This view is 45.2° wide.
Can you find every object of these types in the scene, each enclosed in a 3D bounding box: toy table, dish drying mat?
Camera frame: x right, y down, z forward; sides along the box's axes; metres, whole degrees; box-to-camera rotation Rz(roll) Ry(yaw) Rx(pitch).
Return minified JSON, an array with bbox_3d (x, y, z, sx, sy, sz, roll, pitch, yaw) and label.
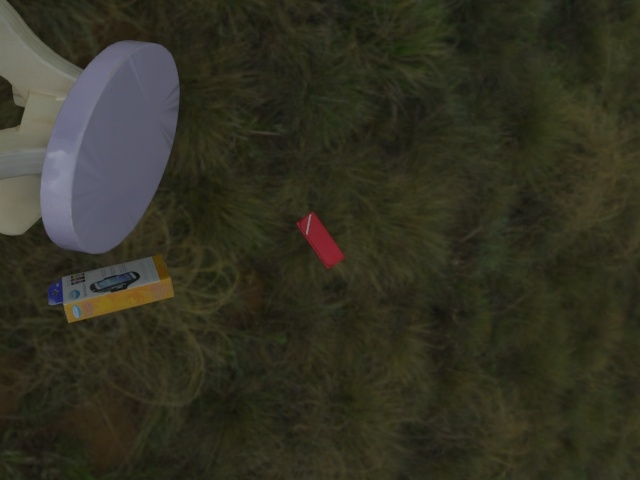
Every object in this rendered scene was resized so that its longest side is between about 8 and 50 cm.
[{"bbox_3d":[-0.251,-0.105,0.729,0.274,0.160,0.252,-66,165,-68],"label":"toy table"},{"bbox_3d":[0.000,0.000,1.123,0.032,0.008,0.083,-35,95,-1],"label":"dish drying mat"}]

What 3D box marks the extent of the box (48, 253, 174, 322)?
[{"bbox_3d":[-0.243,0.056,0.890,0.136,0.081,0.028,-15,114,-14],"label":"box"}]
